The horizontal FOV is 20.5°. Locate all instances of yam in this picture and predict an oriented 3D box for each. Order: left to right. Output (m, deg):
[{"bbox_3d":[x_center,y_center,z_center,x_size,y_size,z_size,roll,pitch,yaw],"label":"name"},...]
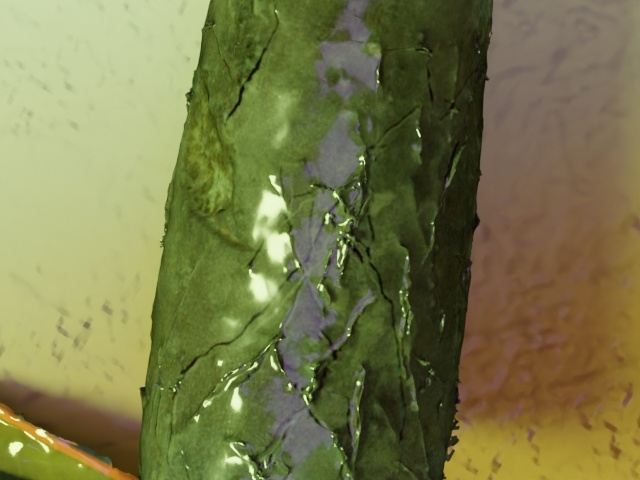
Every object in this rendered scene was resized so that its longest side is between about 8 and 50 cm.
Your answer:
[{"bbox_3d":[0.000,0.000,0.531,0.107,0.107,0.183,8,97,-7],"label":"yam"}]

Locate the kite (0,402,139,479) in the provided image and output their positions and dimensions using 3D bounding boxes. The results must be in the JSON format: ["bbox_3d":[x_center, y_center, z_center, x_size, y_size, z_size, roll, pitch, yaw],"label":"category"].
[{"bbox_3d":[-0.115,0.216,0.570,0.377,0.013,0.327,-22,88,6],"label":"kite"}]
